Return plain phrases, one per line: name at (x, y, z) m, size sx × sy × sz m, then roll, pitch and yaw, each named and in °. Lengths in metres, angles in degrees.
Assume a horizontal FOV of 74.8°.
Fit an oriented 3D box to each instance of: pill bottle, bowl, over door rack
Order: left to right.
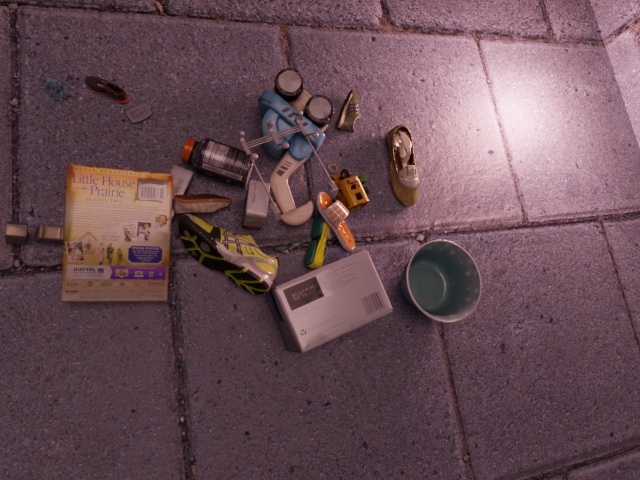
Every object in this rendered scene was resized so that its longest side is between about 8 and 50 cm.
pill bottle at (-0.369, -0.288, 1.510) m, size 0.246 × 0.130 × 0.130 m, roll 18°, pitch 72°, yaw -11°
over door rack at (-0.103, -0.260, 1.395) m, size 0.240 × 0.108 × 0.323 m, roll -23°, pitch 84°, yaw -14°
bowl at (0.438, 0.166, 1.611) m, size 0.312 × 0.163 × 0.310 m, roll 4°, pitch 75°, yaw -15°

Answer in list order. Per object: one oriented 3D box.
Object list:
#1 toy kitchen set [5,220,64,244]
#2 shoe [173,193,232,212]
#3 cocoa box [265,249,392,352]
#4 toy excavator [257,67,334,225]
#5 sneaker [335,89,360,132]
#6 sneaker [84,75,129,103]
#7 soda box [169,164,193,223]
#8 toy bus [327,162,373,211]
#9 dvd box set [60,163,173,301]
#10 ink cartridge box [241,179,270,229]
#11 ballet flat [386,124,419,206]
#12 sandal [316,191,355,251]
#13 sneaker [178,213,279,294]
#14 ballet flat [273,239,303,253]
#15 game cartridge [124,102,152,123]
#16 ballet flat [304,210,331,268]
toy kitchen set at (-0.869, -0.072, 1.337) m, size 0.207 × 0.122 × 0.165 m, roll 7°, pitch 73°, yaw -35°
shoe at (-0.413, -0.128, 1.471) m, size 0.219 × 0.077 × 0.058 m, roll -5°, pitch 114°, yaw -43°
cocoa box at (0.020, 0.212, 1.442) m, size 0.348 × 0.228 × 0.231 m, roll -21°, pitch 83°, yaw -20°
toy excavator at (-0.116, -0.333, 1.580) m, size 0.433 × 0.222 × 0.445 m, roll 40°, pitch 83°, yaw -4°
sneaker at (0.131, -0.534, 1.758) m, size 0.086 × 0.064 × 0.191 m, roll 26°, pitch 71°, yaw -17°
sneaker at (-0.765, -0.554, 1.497) m, size 0.158 × 0.065 × 0.061 m, roll 22°, pitch 71°, yaw -10°
soda box at (-0.520, -0.150, 1.464) m, size 0.074 × 0.069 × 0.215 m, roll 22°, pitch 70°, yaw -10°
toy bus at (0.111, -0.211, 1.638) m, size 0.202 × 0.104 × 0.190 m, roll 25°, pitch 67°, yaw -9°
dvd box set at (-0.637, -0.016, 1.328) m, size 0.308 × 0.062 × 0.419 m, roll 2°, pitch 92°, yaw -21°
ink cartridge box at (-0.231, -0.121, 1.483) m, size 0.073 × 0.175 × 0.127 m, roll 8°, pitch 74°, yaw -14°
ballet flat at (0.349, -0.318, 1.735) m, size 0.124 × 0.123 × 0.347 m, roll -4°, pitch 78°, yaw -17°
sandal at (0.082, -0.079, 1.571) m, size 0.265 × 0.076 × 0.102 m, roll 56°, pitch 38°, yaw -22°
sneaker at (-0.320, 0.031, 1.459) m, size 0.385 × 0.145 × 0.147 m, roll 38°, pitch 49°, yaw -7°
ballet flat at (-0.116, 0.030, 1.553) m, size 0.115 × 0.041 × 0.041 m, roll -17°, pitch 81°, yaw -19°
game cartridge at (-0.662, -0.462, 1.531) m, size 0.083 × 0.017 × 0.056 m, roll -35°, pitch 84°, yaw -21°
ballet flat at (0.000, 0.000, 1.582) m, size 0.077 × 0.077 × 0.230 m, roll 25°, pitch 70°, yaw -31°
